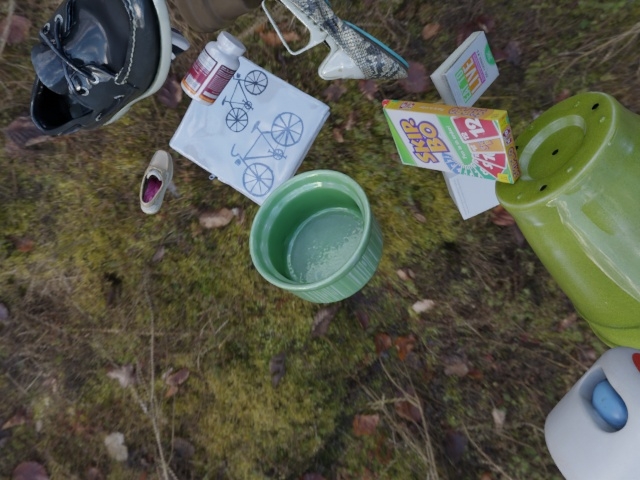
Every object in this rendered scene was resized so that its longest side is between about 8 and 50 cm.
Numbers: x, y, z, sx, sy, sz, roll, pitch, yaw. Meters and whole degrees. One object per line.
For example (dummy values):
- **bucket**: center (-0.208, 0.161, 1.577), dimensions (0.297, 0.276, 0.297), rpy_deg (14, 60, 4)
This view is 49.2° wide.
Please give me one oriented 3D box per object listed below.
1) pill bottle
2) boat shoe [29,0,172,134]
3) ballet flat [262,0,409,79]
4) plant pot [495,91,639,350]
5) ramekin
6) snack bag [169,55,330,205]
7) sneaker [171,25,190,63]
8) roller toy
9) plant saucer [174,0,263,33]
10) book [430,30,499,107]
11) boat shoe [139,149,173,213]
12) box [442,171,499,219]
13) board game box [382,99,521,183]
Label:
- **pill bottle**: center (-0.233, -0.380, 1.541), dimensions (0.086, 0.086, 0.152), rpy_deg (39, 111, -8)
- **boat shoe**: center (-0.265, -0.198, 0.778), dimensions (0.113, 0.340, 0.127), rpy_deg (-31, 100, -29)
- **ballet flat**: center (0.000, -0.525, 1.768), dimensions (0.483, 0.164, 0.182), rpy_deg (39, 91, -18)
- **plant pot**: center (0.494, -0.051, 1.176), dimensions (0.353, 0.366, 0.366), rpy_deg (36, 93, -20)
- **ramekin**: center (0.000, 0.000, 1.644), dimensions (0.304, 0.148, 0.303), rpy_deg (-12, 61, 22)
- **snack bag**: center (-0.194, -0.289, 1.817), dimensions (0.343, 0.037, 0.323), rpy_deg (31, 106, 3)
- **sneaker**: center (-0.382, -0.428, 1.541), dimensions (0.121, 0.217, 0.079), rpy_deg (-42, 75, 13)
- **roller toy**: center (0.358, 0.215, 0.746), dimensions (0.209, 0.191, 0.146), rpy_deg (45, 114, 28)
- **plant saucer**: center (-0.048, -0.280, 0.477), dimensions (0.041, 0.278, 0.277), rpy_deg (12, 96, 2)
- **book**: center (0.272, -0.306, 1.294), dimensions (0.144, 0.035, 0.096), rpy_deg (-49, 124, -26)
- **boat shoe**: center (-0.403, -0.151, 1.718), dimensions (0.063, 0.059, 0.170), rpy_deg (7, 70, 1)
- **box**: center (0.431, -0.183, 1.898), dimensions (0.182, 0.119, 0.181), rpy_deg (-25, 136, 6)
- **board game box**: center (0.211, -0.173, 1.188), dimensions (0.039, 0.259, 0.124), rpy_deg (-43, 128, -23)
